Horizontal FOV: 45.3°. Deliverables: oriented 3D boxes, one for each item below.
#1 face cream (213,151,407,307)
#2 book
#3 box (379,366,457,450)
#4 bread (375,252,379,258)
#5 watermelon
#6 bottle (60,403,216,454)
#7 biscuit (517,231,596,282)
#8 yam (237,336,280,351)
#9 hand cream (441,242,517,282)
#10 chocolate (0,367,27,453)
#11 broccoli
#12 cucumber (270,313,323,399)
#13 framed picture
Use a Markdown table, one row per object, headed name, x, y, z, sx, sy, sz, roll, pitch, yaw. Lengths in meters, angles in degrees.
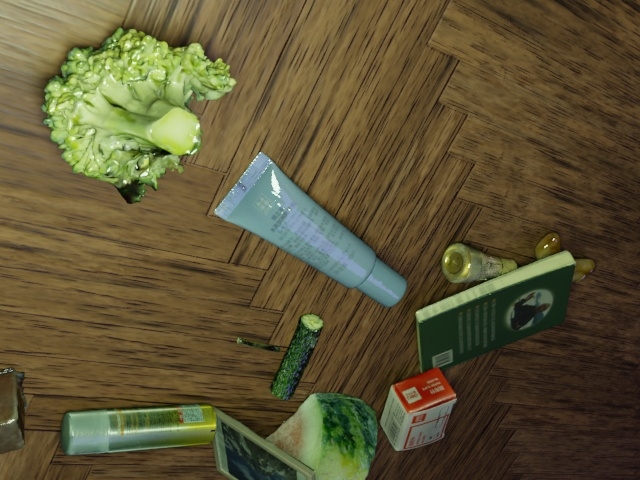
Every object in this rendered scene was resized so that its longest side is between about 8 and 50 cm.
| name | x | y | z | sx | sy | sz | roll | pitch | yaw |
| --- | --- | --- | --- | --- | --- | --- | --- | --- | --- |
| face cream | 0.000 | 0.000 | 1.388 | 0.385 | 0.086 | 0.136 | 35 | 102 | -24 |
| book | 0.389 | 0.172 | 1.725 | 0.370 | 0.043 | 0.260 | -20 | 141 | -6 |
| box | 0.226 | 0.397 | 1.778 | 0.133 | 0.099 | 0.182 | -14 | 140 | -21 |
| bread | 0.078 | 0.051 | 1.506 | 0.085 | 0.053 | 0.085 | -15 | 128 | -20 |
| watermelon | 0.006 | 0.473 | 1.684 | 0.193 | 0.231 | 0.310 | 53 | 44 | -40 |
| bottle | -0.344 | 0.359 | 1.465 | 0.286 | 0.082 | 0.082 | 5 | 119 | -31 |
| biscuit | 0.539 | 0.078 | 1.788 | 0.207 | 0.047 | 0.164 | 27 | 105 | -39 |
| yam | -0.122 | 0.210 | 1.530 | 0.107 | 0.014 | 0.014 | 20 | 110 | -38 |
| hand cream | 0.352 | 0.054 | 1.656 | 0.203 | 0.084 | 0.084 | 5 | 119 | -41 |
| chocolate | -0.638 | 0.319 | 1.253 | 0.321 | 0.112 | 0.112 | -14 | 130 | -21 |
| broccoli | -0.232 | -0.162 | 1.057 | 0.262 | 0.243 | 0.247 | -10 | 113 | -30 |
| cucumber | -0.047 | 0.236 | 1.566 | 0.058 | 0.058 | 0.187 | 9 | 115 | -34 |
| framed picture | -0.117 | 0.465 | 1.552 | 0.019 | 0.281 | 0.209 | -37 | 136 | -39 |
